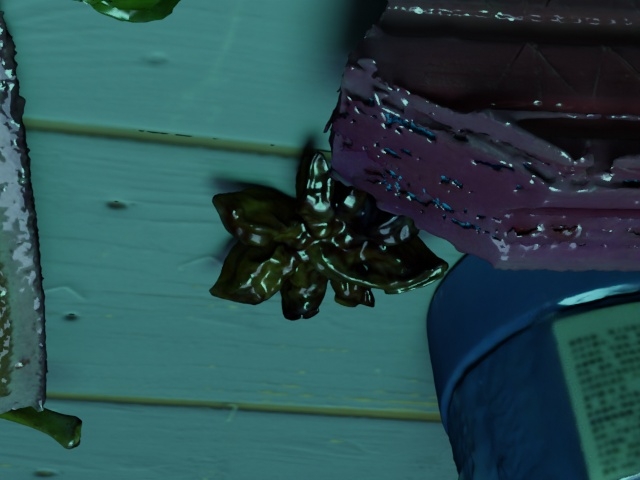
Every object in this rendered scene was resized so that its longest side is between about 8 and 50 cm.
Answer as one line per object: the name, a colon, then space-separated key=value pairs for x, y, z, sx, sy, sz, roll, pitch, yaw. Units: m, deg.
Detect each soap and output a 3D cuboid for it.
soap: x=0.128 y=-0.074 z=0.850 sx=0.250 sy=0.162 sz=0.099 roll=3 pitch=146 yaw=-11

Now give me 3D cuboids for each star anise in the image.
star anise: x=0.000 y=0.000 z=0.995 sx=0.168 sy=0.057 sz=0.168 roll=2 pitch=139 yaw=2

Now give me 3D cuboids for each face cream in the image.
face cream: x=0.209 y=0.129 z=1.057 sx=0.249 sy=0.225 sz=0.249 roll=-5 pitch=139 yaw=-4

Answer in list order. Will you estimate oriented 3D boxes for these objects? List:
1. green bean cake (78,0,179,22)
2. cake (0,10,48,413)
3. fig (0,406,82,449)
green bean cake: x=-0.092 y=-0.213 z=0.671 sx=0.200 sy=0.113 sz=0.214 roll=28 pitch=130 yaw=-37
cake: x=-0.228 y=-0.022 z=0.918 sx=0.116 sy=0.112 sz=0.295 roll=-7 pitch=129 yaw=-11
fig: x=-0.322 y=0.139 z=1.038 sx=0.249 sy=0.186 sz=0.204 roll=-38 pitch=-175 yaw=-27
